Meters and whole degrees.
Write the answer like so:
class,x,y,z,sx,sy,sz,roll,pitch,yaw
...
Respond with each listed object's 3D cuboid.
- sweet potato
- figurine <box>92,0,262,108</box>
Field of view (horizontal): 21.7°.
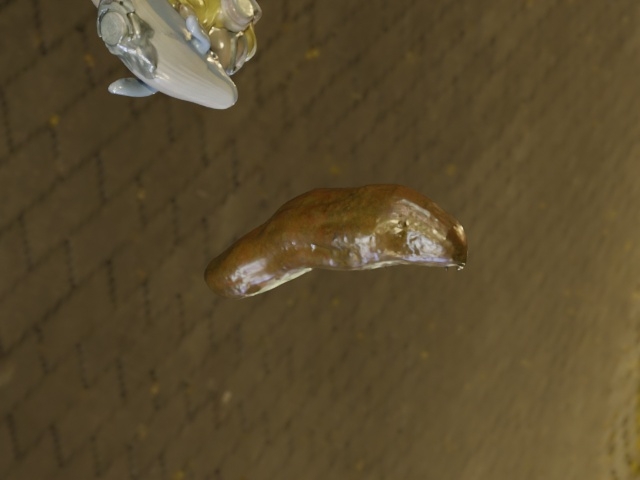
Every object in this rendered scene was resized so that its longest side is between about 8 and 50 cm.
class,x,y,z,sx,sy,sz,roll,pitch,yaw
sweet potato,-0.001,-0.002,0.951,0.054,0.182,0.053,20,66,-49
figurine,-0.142,-0.215,1.589,0.128,0.208,0.184,-32,178,36
